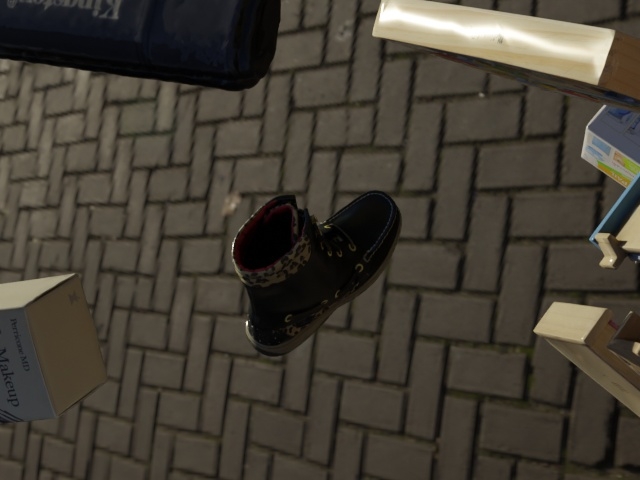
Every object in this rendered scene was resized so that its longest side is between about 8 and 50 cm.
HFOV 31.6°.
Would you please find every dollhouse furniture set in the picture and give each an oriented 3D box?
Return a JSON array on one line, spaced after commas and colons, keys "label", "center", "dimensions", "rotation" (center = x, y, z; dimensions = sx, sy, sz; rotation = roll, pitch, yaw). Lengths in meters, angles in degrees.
[{"label": "dollhouse furniture set", "center": [0.444, 0.051, 1.280], "dimensions": [0.303, 0.198, 0.286], "rotation": [-53, 11, -7]}]

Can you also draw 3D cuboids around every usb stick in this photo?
[{"label": "usb stick", "center": [-0.147, -0.150, 0.751], "dimensions": [0.278, 0.045, 0.077], "rotation": [12, 93, 30]}]

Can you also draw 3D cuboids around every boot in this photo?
[{"label": "boot", "center": [0.001, 0.002, 1.214], "dimensions": [0.085, 0.178, 0.236], "rotation": [35, 69, 24]}]

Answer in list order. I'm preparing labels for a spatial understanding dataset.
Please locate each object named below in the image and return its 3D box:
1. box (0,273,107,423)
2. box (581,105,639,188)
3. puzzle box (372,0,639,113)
[{"label": "box", "center": [-0.345, 0.109, 1.048], "dimensions": [0.275, 0.094, 0.113], "rotation": [-9, 102, 23]}, {"label": "box", "center": [0.505, -0.126, 1.692], "dimensions": [0.203, 0.114, 0.103], "rotation": [38, 80, 20]}, {"label": "puzzle box", "center": [0.267, -0.182, 1.191], "dimensions": [0.409, 0.272, 0.052], "rotation": [31, 107, 60]}]
